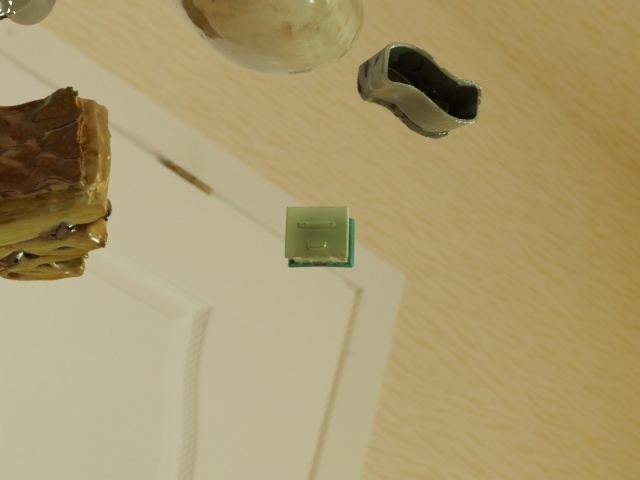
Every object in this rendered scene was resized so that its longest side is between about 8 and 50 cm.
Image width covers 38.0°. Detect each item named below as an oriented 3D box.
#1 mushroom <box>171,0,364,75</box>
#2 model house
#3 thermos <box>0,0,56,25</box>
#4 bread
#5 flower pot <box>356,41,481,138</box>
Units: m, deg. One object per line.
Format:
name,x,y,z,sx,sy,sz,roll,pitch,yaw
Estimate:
mushroom,-0.038,-0.337,1.007,0.290,0.298,0.297,-37,-158,-2
model house,0.000,0.000,1.753,0.149,0.127,0.101,62,29,-77
thermos,-0.337,-0.241,0.852,0.193,0.105,0.137,23,-141,29
bread,-0.473,-0.058,1.355,0.369,0.192,0.314,-12,-136,-2
flower pot,0.184,-0.279,1.751,0.108,0.229,0.103,-22,-132,59
